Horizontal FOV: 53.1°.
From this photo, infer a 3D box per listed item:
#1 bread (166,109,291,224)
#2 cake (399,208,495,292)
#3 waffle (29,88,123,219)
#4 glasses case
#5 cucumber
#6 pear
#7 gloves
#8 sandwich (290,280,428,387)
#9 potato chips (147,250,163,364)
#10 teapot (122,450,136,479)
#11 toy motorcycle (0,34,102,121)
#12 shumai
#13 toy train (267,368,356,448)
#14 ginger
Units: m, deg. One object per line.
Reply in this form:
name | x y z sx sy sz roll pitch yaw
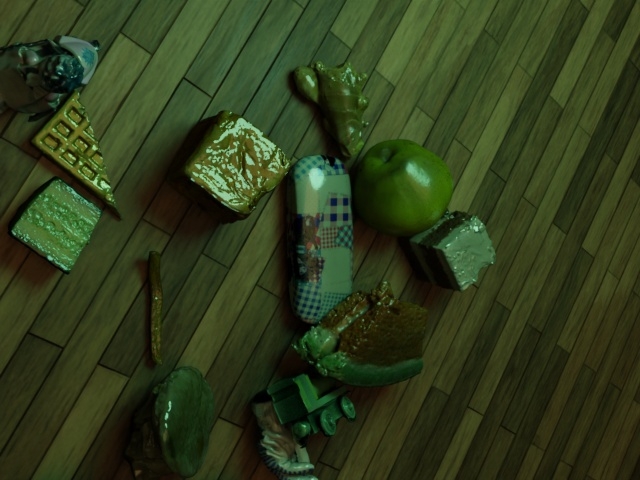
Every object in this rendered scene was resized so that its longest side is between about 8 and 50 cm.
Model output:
bread | -0.161 -0.121 1.094 0.158 0.149 0.143 44 71 -25
cake | 0.269 0.016 1.340 0.135 0.147 0.134 -37 110 -19
waffle | -0.362 -0.139 1.051 0.191 0.032 0.125 42 73 -27
glasses case | 0.000 0.000 1.231 0.125 0.076 0.327 -5 99 -28
cucumber | -0.416 -0.025 1.011 0.115 0.062 0.116 42 67 -27
pear | 0.160 -0.097 1.250 0.198 0.198 0.198 -3 96 -29
gloves | -0.067 0.392 1.222 0.229 0.097 0.119 65 23 0
sandwich | 0.111 0.192 1.253 0.292 0.109 0.212 31 97 -45
potato chips | -0.286 0.116 1.112 0.026 0.037 0.203 -1 100 -19
teapot | -0.380 0.524 1.037 0.224 0.305 0.285 -29 120 14
toy motorcycle | -0.412 -0.234 0.913 0.239 0.204 0.108 -46 125 -14
shumai | -0.265 0.317 1.100 0.120 0.201 0.201 -4 99 13
toy train | -0.007 0.305 1.212 0.132 0.083 0.200 65 20 10
ginger | 0.042 -0.263 1.227 0.115 0.081 0.205 -37 111 -9
